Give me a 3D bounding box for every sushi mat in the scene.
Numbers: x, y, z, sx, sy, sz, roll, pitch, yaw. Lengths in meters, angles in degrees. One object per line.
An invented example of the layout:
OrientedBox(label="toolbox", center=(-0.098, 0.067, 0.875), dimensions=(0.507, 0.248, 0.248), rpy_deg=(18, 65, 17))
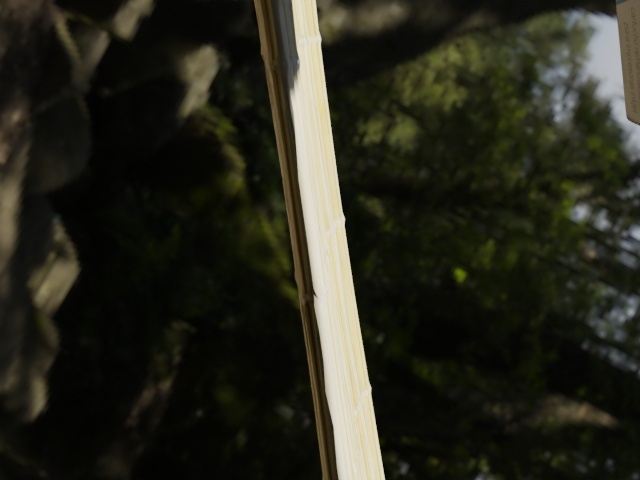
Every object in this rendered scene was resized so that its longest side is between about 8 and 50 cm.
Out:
OrientedBox(label="sushi mat", center=(0.000, 0.000, 0.492), dimensions=(0.151, 0.019, 0.317), rpy_deg=(-78, 160, -76))

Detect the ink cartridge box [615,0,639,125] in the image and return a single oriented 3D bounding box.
OrientedBox(label="ink cartridge box", center=(0.299, -0.129, 0.820), dimensions=(0.168, 0.232, 0.171), rpy_deg=(-28, 127, -21))
